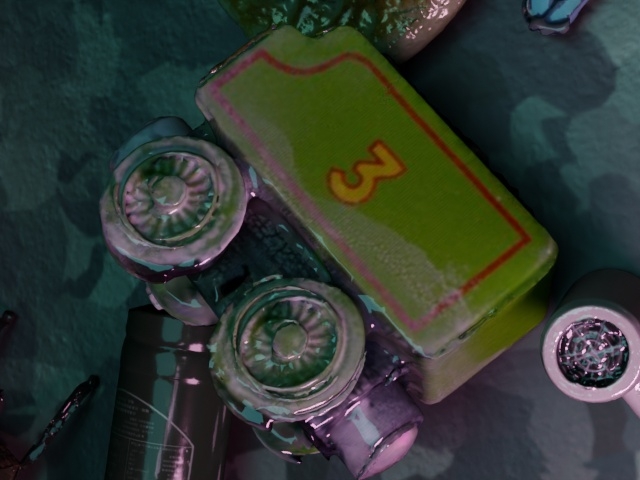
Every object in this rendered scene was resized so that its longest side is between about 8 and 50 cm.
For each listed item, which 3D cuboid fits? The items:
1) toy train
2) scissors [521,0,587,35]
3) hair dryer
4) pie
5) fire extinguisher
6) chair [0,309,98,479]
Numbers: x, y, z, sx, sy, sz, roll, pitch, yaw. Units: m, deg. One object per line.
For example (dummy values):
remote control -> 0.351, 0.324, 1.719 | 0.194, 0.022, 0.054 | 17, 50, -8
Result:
toy train -> 0.000, 0.000, 0.999 | 0.249, 0.173, 0.307 | -38, 71, -8
scissors -> 0.268, -0.303, 0.981 | 0.180, 0.032, 0.393 | 41, 104, 21
hair dryer -> 0.235, 0.131, 0.944 | 0.073, 0.131, 0.236 | -36, 87, 17
pie -> 0.015, -0.236, 1.091 | 0.240, 0.054, 0.240 | -2, 86, 28
fire extinguisher -> -0.129, 0.207, 1.127 | 0.114, 0.095, 0.311 | 7, 90, 56
chair -> -0.303, 0.173, 1.188 | 0.174, 0.149, 0.213 | 32, 106, 22
